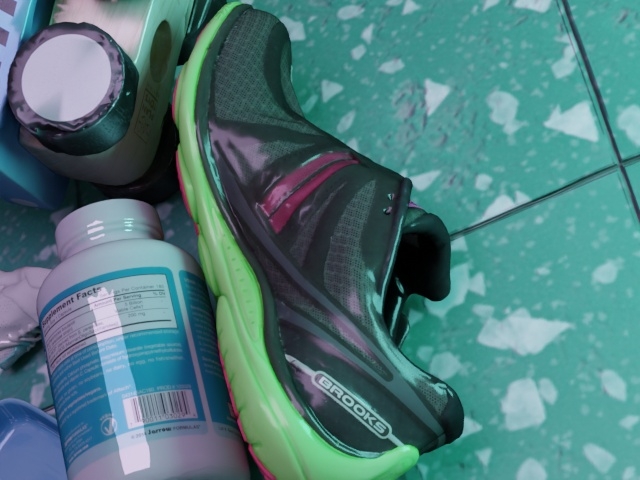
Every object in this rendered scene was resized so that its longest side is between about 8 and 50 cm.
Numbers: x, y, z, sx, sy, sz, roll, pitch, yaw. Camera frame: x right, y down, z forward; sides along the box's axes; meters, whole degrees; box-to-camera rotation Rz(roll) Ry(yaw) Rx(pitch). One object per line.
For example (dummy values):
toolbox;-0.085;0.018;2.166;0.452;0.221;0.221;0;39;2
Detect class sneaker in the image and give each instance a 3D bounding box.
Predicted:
sneaker;0.000;0.000;1.424;0.202;0.185;0.483;-15;58;-1
sneaker;-0.274;0.073;1.579;0.212;0.080;0.094;-1;75;35

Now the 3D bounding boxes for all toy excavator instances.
toy excavator;-0.352;-0.130;1.563;0.445;0.222;0.433;10;78;15

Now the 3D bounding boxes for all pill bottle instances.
pill bottle;-0.153;0.101;1.419;0.146;0.146;0.264;-23;62;16

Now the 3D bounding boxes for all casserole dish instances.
casserole dish;-0.250;0.213;1.498;0.188;0.037;0.114;25;77;37
